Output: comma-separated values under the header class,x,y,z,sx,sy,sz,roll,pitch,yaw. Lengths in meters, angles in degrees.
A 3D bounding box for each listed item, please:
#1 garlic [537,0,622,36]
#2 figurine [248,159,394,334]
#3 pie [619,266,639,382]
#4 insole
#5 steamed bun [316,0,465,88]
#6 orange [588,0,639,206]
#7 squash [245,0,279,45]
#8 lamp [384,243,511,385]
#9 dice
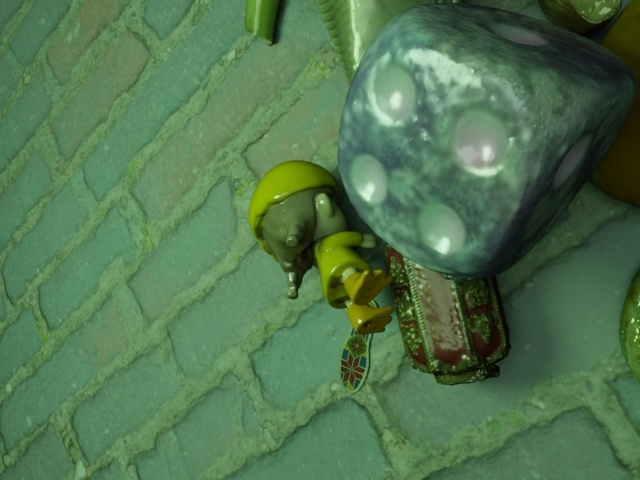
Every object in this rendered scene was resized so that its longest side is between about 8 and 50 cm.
class,x,y,z,sx,sy,sz,roll,pitch,yaw
garlic,0.382,-0.385,0.705,0.086,0.101,0.196,-29,71,21
figurine,0.000,0.000,0.816,0.344,0.187,0.215,50,143,41
pie,0.567,0.122,0.616,0.302,0.066,0.303,0,90,27
insole,0.074,0.205,0.910,0.065,0.006,0.194,16,97,27
steamed bun,0.116,-0.427,0.752,0.236,0.247,0.384,-17,93,0
orange,0.489,-0.207,0.618,0.262,0.196,0.335,37,113,37
squash,-0.109,-0.552,0.984,0.083,0.083,0.251,20,100,27
lamp,0.205,0.092,0.757,0.176,0.177,0.274,-16,83,27
dice,0.204,-0.135,0.613,0.270,0.270,0.272,40,137,28
